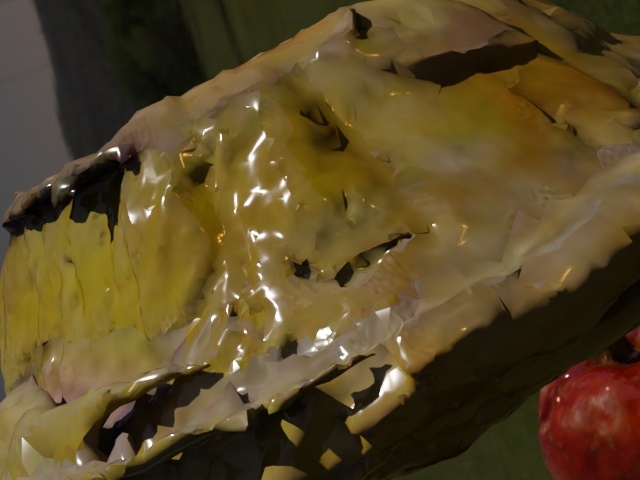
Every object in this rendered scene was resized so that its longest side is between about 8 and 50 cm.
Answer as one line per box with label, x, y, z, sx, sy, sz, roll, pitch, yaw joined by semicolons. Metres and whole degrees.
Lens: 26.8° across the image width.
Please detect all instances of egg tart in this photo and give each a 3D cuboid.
egg tart;0.000;0.000;0.499;0.150;0.352;0.352;58;177;-4

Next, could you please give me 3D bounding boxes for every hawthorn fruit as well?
hawthorn fruit;0.222;0.111;0.891;0.200;0.179;0.179;42;-162;-38
